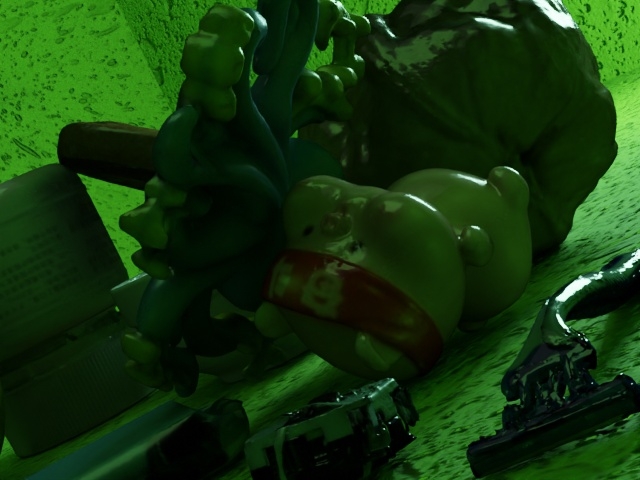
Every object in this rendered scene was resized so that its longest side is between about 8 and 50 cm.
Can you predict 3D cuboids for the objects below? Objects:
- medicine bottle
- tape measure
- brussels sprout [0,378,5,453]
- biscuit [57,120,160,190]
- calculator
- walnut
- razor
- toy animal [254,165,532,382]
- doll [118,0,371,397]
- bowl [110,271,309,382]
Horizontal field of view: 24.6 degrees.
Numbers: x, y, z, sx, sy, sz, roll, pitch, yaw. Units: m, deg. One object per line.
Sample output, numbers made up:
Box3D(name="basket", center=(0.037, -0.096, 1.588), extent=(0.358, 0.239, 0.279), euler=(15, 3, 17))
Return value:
Box3D(name="medicine bottle", center=(-0.346, 0.084, 1.777), extent=(0.241, 0.302, 0.241), euler=(-25, 4, 2))
Box3D(name="tape measure", center=(0.004, 0.119, 0.847), extent=(0.094, 0.054, 0.091), euler=(-23, -1, 18))
Box3D(name="brussels sprout", center=(-0.479, 0.208, 1.513), extent=(0.344, 0.268, 0.344), euler=(-49, 2, 3))
Box3D(name="biscuit", center=(-0.168, -0.091, 1.808), extent=(0.314, 0.063, 0.367), euler=(11, -4, -11))
Box3D(name="calculator", center=(-0.185, 0.195, 1.100), extent=(0.293, 0.051, 0.173), euler=(-28, 5, -13))
Box3D(name="walnut", center=(0.126, -0.106, 1.345), extent=(0.253, 0.282, 0.277), euler=(10, 27, -28))
Box3D(name="razor", center=(0.159, 0.041, 0.850), extent=(0.093, 0.056, 0.324), euler=(-27, 3, 25))
Box3D(name="toy animal", center=(0.052, 0.022, 1.078), extent=(0.197, 0.171, 0.171), euler=(-25, 2, -39))
Box3D(name="doll", center=(-0.044, -0.036, 1.130), extent=(0.346, 0.098, 0.341), euler=(-68, -18, -3))
Box3D(name="bowl", center=(-0.062, 0.050, 1.527), extent=(0.287, 0.144, 0.287), euler=(-27, 4, 2))
